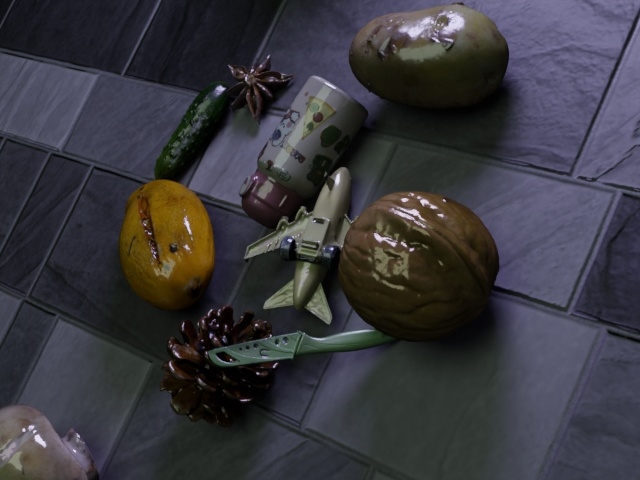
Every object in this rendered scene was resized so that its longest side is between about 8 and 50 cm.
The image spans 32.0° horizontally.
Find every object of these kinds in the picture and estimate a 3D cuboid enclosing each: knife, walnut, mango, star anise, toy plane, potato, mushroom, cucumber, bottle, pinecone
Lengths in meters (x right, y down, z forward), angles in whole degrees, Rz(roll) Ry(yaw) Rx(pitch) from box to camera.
[{"bbox_3d":[-0.022,0.153,1.653,0.292,0.020,0.043,-9,80,-1],"label":"knife"},{"bbox_3d":[0.140,0.037,1.563,0.228,0.228,0.228,-16,59,29],"label":"walnut"},{"bbox_3d":[-0.274,-0.006,1.937,0.177,0.120,0.295,-37,51,13],"label":"mango"},{"bbox_3d":[-0.123,-0.285,2.006,0.129,0.056,0.124,35,88,26],"label":"star anise"},{"bbox_3d":[0.000,0.000,1.758,0.241,0.104,0.256,11,81,24],"label":"toy plane"},{"bbox_3d":[0.162,-0.281,1.739,0.262,0.165,0.165,0,68,30],"label":"potato"},{"bbox_3d":[-0.473,0.379,1.839,0.184,0.255,0.255,-27,45,-21],"label":"mushroom"},{"bbox_3d":[-0.238,-0.193,2.042,0.227,0.069,0.069,-54,49,4],"label":"cucumber"},{"bbox_3d":[-0.036,-0.137,1.830,0.120,0.120,0.253,34,90,41],"label":"bottle"},{"bbox_3d":[-0.156,0.189,1.737,0.195,0.150,0.179,-33,47,14],"label":"pinecone"}]
